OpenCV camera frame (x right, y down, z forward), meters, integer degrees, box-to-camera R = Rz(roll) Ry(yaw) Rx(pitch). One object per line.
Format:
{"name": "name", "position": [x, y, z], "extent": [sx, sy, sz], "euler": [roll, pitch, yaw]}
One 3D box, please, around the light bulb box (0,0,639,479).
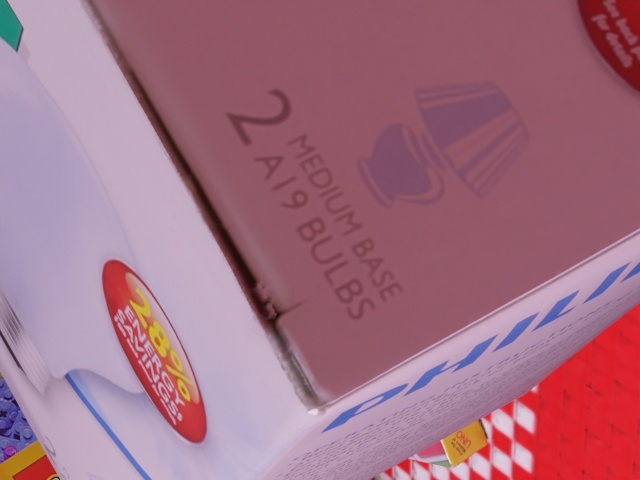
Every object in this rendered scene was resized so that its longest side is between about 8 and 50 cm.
{"name": "light bulb box", "position": [-0.038, -0.087, 0.716], "extent": [0.358, 0.225, 0.361], "euler": [58, 159, 10]}

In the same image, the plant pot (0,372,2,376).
{"name": "plant pot", "position": [-0.219, -0.049, 1.108], "extent": [0.228, 0.227, 0.207], "euler": [54, 145, 6]}

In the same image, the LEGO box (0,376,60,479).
{"name": "LEGO box", "position": [-0.193, 0.336, 1.460], "extent": [0.372, 0.193, 0.500], "euler": [53, 151, 8]}

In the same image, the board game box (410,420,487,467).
{"name": "board game box", "position": [0.000, 0.000, 1.010], "extent": [0.124, 0.039, 0.259], "euler": [4, 118, 55]}
